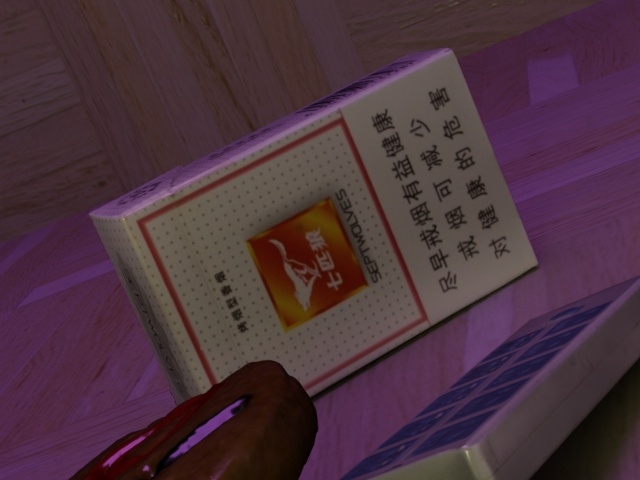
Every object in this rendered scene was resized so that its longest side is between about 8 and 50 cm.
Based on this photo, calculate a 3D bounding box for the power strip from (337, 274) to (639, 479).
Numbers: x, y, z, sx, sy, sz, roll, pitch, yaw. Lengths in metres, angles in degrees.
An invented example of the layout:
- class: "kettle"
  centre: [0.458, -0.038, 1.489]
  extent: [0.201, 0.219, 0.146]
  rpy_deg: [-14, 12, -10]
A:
- class: "power strip"
  centre: [0.121, 0.094, 0.918]
  extent: [0.106, 0.043, 0.367]
  rpy_deg: [-25, 1, 31]

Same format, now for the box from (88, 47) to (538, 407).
- class: "box"
  centre: [0.000, 0.000, 1.274]
  extent: [0.330, 0.210, 0.095]
  rpy_deg: [-29, 13, -23]

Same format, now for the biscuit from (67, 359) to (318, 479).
- class: "biscuit"
  centre: [-0.149, 0.186, 0.882]
  extent: [0.367, 0.063, 0.314]
  rpy_deg: [-38, 10, 22]
